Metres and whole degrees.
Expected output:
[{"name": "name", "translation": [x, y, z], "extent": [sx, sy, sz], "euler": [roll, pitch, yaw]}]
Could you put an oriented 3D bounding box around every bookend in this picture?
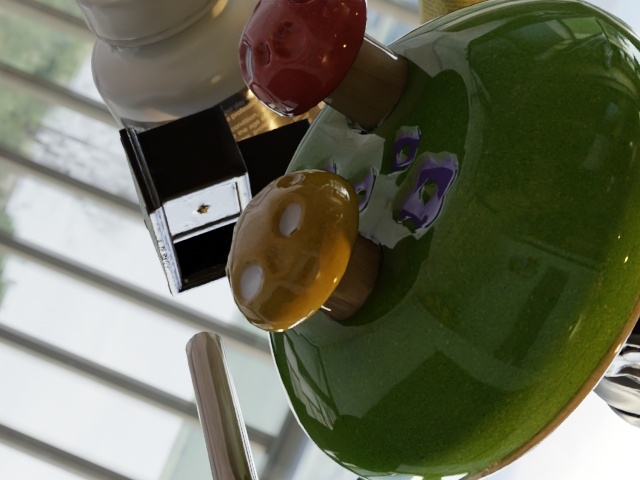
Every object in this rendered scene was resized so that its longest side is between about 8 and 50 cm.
[{"name": "bookend", "translation": [-0.057, -0.042, 1.317], "extent": [0.156, 0.157, 0.072], "euler": [87, -18, -66]}]

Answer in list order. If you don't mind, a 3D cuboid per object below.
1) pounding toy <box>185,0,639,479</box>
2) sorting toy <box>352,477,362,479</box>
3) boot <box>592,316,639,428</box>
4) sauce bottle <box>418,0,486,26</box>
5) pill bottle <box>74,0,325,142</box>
[{"name": "pounding toy", "translation": [0.000, 0.000, 0.603], "extent": [0.237, 0.110, 0.183], "euler": [-49, -147, 22]}, {"name": "sorting toy", "translation": [0.043, 0.204, 1.350], "extent": [0.102, 0.061, 0.042], "euler": [95, 19, -45]}, {"name": "boot", "translation": [0.316, 0.074, 1.224], "extent": [0.223, 0.338, 0.118], "euler": [36, 51, -57]}, {"name": "sauce bottle", "translation": [0.148, -0.213, 1.712], "extent": [0.111, 0.111, 0.344], "euler": [-62, 152, -53]}, {"name": "pill bottle", "translation": [-0.085, -0.125, 1.501], "extent": [0.318, 0.176, 0.176], "euler": [60, 43, -41]}]
